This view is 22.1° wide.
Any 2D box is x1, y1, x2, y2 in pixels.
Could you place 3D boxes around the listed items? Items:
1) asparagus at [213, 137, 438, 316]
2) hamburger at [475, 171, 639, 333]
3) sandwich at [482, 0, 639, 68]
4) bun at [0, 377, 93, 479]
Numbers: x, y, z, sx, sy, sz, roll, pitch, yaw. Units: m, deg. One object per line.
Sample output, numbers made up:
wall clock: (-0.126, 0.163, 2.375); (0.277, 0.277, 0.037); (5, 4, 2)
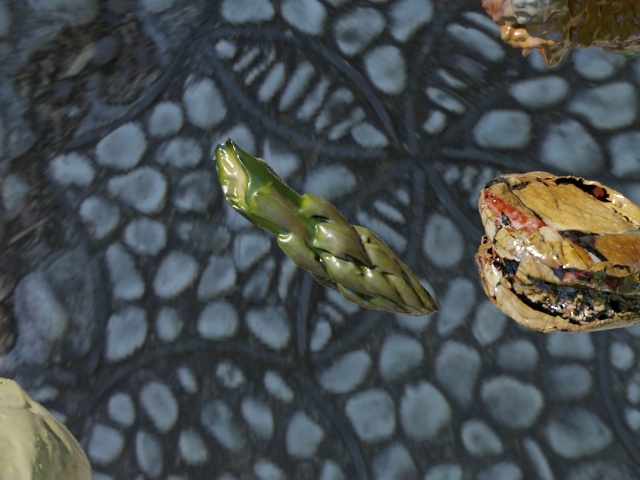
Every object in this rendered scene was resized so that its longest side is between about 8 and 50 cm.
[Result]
asparagus: (0.000, 0.000, 1.700); (0.287, 0.080, 0.080); (33, 97, -4)
hamburger: (0.269, 0.010, 1.767); (0.231, 0.231, 0.107); (11, 119, -4)
sandwich: (0.245, -0.220, 1.301); (0.162, 0.301, 0.250); (45, 136, 16)
bun: (-0.418, 0.227, 1.737); (0.361, 0.361, 0.213); (12, 93, -4)
